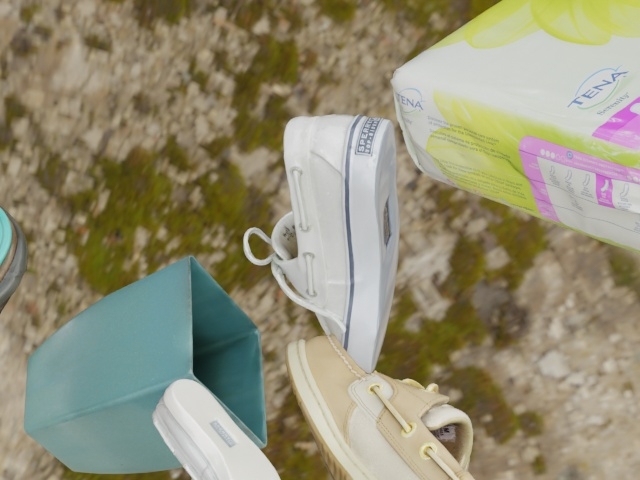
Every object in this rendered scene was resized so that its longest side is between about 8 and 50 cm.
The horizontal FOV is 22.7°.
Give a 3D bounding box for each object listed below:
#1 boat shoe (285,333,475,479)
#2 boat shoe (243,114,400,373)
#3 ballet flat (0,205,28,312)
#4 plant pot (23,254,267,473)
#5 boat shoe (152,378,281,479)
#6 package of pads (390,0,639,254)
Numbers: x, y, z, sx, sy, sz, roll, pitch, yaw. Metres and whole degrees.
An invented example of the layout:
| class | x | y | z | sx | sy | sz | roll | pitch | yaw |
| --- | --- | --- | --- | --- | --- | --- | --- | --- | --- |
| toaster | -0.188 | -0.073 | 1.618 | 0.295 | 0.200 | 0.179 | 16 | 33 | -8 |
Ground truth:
| class | x | y | z | sx | sy | sz | roll | pitch | yaw |
| --- | --- | --- | --- | --- | --- | --- | --- | --- | --- |
| boat shoe | 0.035 | 0.087 | 0.629 | 0.059 | 0.170 | 0.063 | -27 | 127 | -4 |
| boat shoe | -0.002 | 0.005 | 1.732 | 0.156 | 0.367 | 0.136 | 10 | 52 | 12 |
| ballet flat | -0.244 | 0.091 | 0.782 | 0.095 | 0.096 | 0.280 | 39 | 61 | 7 |
| plant pot | -0.203 | 0.161 | 1.778 | 0.234 | 0.165 | 0.166 | -21 | 47 | 17 |
| boat shoe | -0.103 | 0.224 | 1.572 | 0.184 | 0.063 | 0.066 | 48 | 36 | 11 |
| package of pads | 0.220 | -0.102 | 1.152 | 0.229 | 0.296 | 0.101 | -34 | 124 | -24 |
